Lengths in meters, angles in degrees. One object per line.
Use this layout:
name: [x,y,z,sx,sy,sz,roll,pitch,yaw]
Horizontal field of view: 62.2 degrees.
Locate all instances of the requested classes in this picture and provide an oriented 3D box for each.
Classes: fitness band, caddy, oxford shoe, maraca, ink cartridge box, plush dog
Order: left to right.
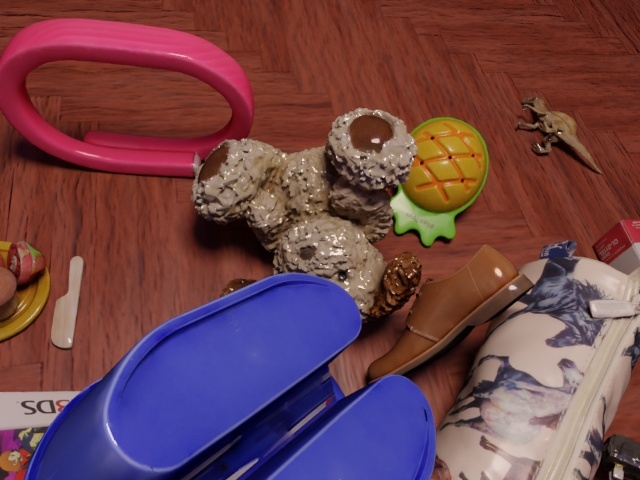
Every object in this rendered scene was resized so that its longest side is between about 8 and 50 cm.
fitness band: [-0.226,-0.161,0.639,0.291,0.209,0.054,2,59,-9]
caddy: [-0.062,0.179,0.448,0.241,0.179,0.341,54,36,11]
plush dog: [0.000,0.000,0.629,0.262,0.210,0.225,-8,72,16]
oxford shoe: [0.123,0.087,0.580,0.076,0.212,0.076,53,20,19]
maraca: [0.162,-0.085,0.740,0.127,0.099,0.185,23,83,6]
ink cartridge box: [0.477,0.060,0.721,0.127,0.072,0.175,-2,59,-13]

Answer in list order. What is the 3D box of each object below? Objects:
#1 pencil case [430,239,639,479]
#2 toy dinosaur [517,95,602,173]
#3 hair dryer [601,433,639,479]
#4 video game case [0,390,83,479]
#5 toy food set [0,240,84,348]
pencil case: [0.206,0.188,0.525,0.160,0.183,0.410,34,59,10]
toy dinosaur: [0.387,-0.180,0.866,0.093,0.053,0.183,-22,65,-24]
hair dryer: [0.402,0.352,0.543,0.294,0.080,0.223,19,73,7]
video game case: [-0.187,0.231,0.418,0.042,0.210,0.232,-36,62,16]
toy food set: [-0.372,0.040,0.567,0.218,0.071,0.128,6,58,-8]
